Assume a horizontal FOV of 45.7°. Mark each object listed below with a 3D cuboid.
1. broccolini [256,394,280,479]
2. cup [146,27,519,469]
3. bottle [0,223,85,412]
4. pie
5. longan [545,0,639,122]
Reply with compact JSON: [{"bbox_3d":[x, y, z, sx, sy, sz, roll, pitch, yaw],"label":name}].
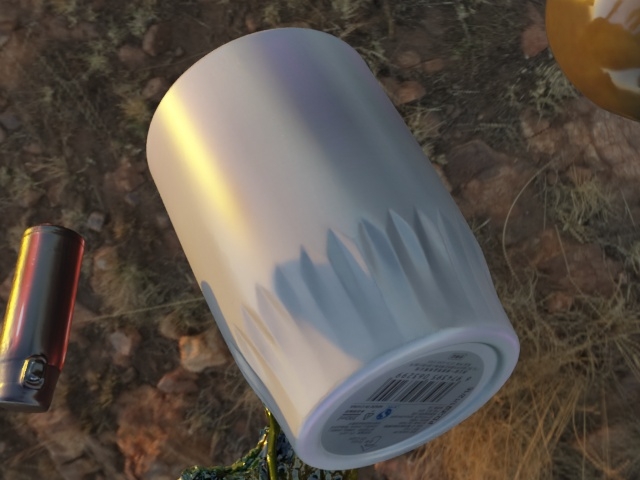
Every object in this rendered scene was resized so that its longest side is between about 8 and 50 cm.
[{"bbox_3d":[-0.061,0.252,0.983,0.044,0.218,0.042,9,120,-15],"label":"broccolini"},{"bbox_3d":[0.000,0.000,0.708,0.253,0.253,0.371,-45,51,24],"label":"cup"},{"bbox_3d":[-0.242,0.067,0.652,0.060,0.060,0.164,-17,55,22],"label":"bottle"},{"bbox_3d":[-0.084,0.392,1.075,0.078,0.371,0.296,18,132,51],"label":"pie"},{"bbox_3d":[0.379,-0.281,0.747,0.288,0.288,0.350,30,100,9],"label":"longan"}]
